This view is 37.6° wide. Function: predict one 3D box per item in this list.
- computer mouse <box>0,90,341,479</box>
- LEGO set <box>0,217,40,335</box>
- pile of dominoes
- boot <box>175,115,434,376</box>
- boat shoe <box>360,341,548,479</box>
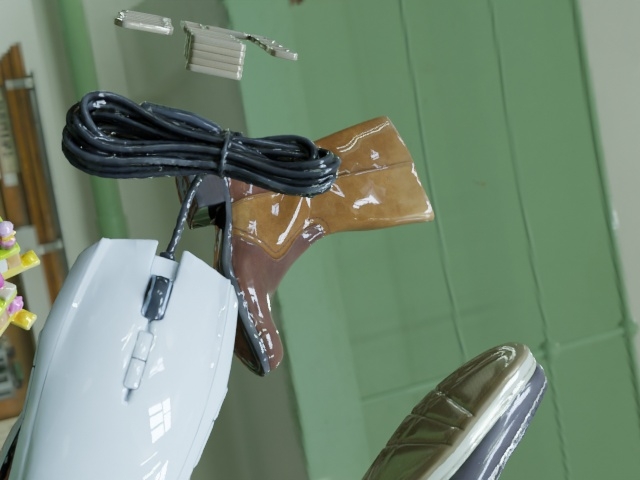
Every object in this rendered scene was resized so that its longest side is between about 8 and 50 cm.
[{"bbox_3d":[-0.061,0.035,0.338,0.042,0.106,0.192,137,-32,-65],"label":"computer mouse"},{"bbox_3d":[-0.251,-0.001,0.604,0.107,0.132,0.287,103,-11,-53],"label":"LEGO set"},{"bbox_3d":[-0.140,-0.226,1.091,0.251,0.196,0.040,-124,-136,-71],"label":"pile of dominoes"},{"bbox_3d":[0.000,0.000,1.086,0.264,0.281,0.096,69,-24,19],"label":"boot"},{"bbox_3d":[0.075,0.200,0.665,0.092,0.285,0.103,42,-16,-9],"label":"boat shoe"}]
